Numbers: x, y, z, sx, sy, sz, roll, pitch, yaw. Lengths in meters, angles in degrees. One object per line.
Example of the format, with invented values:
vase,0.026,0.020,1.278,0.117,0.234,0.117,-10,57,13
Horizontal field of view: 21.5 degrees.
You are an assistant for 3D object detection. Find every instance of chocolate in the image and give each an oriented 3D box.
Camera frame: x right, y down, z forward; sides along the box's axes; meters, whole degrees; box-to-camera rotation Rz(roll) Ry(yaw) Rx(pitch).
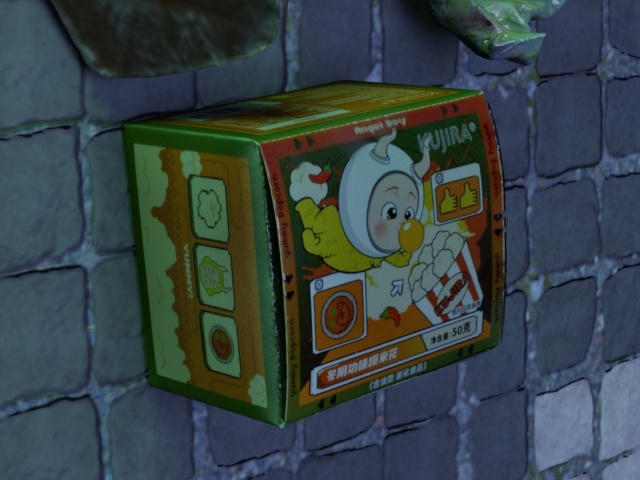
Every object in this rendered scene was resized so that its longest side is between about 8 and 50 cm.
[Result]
chocolate,-0.108,-0.218,0.951,0.254,0.157,0.080,62,37,-32

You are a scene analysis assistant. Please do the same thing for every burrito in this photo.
burrito,0.154,-0.232,1.223,0.229,0.089,0.144,-46,111,-28

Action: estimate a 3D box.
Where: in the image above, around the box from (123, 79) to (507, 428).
box,0.000,0.000,1.079,0.195,0.148,0.177,-15,106,-40
